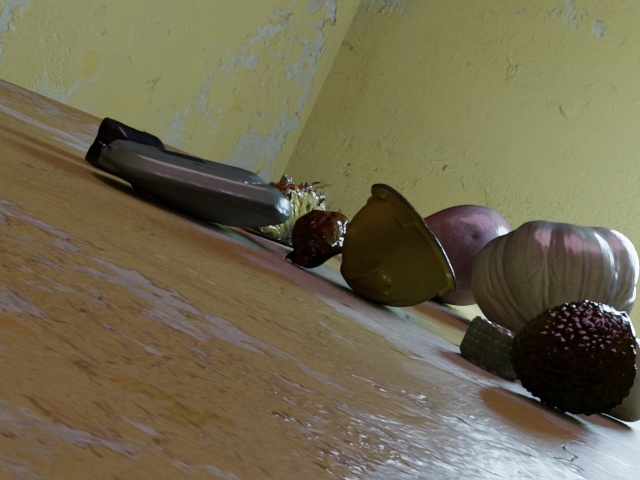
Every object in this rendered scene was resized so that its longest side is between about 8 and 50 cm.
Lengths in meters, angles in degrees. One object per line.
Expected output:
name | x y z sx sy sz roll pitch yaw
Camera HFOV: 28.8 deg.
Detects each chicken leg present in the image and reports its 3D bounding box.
chicken leg | 0.000 0.000 2.127 0.113 0.093 0.304 -4 6 3

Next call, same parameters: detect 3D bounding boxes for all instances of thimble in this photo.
thimble | 0.249 0.152 1.786 0.084 0.062 0.110 23 4 -35

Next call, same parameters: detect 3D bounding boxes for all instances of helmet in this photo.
helmet | 0.100 0.027 1.999 0.205 0.140 0.257 61 -11 -22

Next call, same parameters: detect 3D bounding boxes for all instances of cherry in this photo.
cherry | 0.280 0.039 2.592 0.206 0.239 0.239 62 13 12

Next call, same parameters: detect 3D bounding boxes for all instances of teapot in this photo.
teapot | -0.326 -0.145 2.175 0.177 0.087 0.096 21 9 -43

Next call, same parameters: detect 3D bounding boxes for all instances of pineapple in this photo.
pineapple | -0.056 -0.061 2.317 0.079 0.135 0.233 26 5 38

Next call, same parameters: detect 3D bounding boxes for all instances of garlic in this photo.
garlic | 0.449 0.095 2.396 0.317 0.259 0.317 8 -22 3

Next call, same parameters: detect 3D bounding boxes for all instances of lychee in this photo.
lychee | 0.334 0.156 1.654 0.171 0.171 0.171 24 4 -2

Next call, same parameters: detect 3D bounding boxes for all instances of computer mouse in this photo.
computer mouse | -0.204 -0.085 2.045 0.330 0.095 0.197 14 6 -22

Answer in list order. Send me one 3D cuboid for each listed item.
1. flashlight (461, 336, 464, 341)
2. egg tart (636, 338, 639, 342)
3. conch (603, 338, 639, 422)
flashlight | 0.250 0.165 1.954 0.018 0.018 0.083 25 3 39
egg tart | 0.675 0.274 2.439 0.294 0.116 0.295 22 3 -1
conch | 0.403 0.180 1.883 0.255 0.127 0.158 23 4 -6
